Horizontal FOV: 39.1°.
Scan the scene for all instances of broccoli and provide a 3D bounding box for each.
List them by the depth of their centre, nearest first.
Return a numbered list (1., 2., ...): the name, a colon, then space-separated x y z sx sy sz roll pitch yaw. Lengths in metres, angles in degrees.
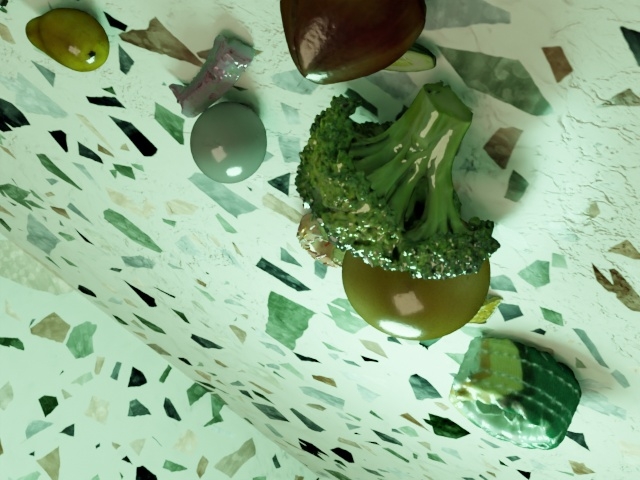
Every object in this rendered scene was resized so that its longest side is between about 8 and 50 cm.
1. broccoli: 0.112 -0.083 1.425 0.375 0.249 0.302 48 156 18

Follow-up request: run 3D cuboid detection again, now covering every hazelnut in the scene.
1. hazelnut: 0.033 -0.301 1.197 0.208 0.208 0.208 24 155 12

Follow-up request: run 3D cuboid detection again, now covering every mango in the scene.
1. mango: -0.483 -0.384 1.725 0.227 0.099 0.136 17 159 43

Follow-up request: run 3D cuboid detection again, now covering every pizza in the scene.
1. pizza: 0.343 0.142 1.906 0.109 0.026 0.123 -36 147 31

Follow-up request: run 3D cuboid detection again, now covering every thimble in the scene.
1. thimble: 0.435 0.344 2.043 0.288 0.167 0.254 32 155 -7

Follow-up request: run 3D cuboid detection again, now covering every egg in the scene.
1. egg: 0.171 0.062 1.685 0.250 0.250 0.322 39 157 -21
2. egg: -0.175 -0.183 1.713 0.146 0.146 0.198 30 162 -1

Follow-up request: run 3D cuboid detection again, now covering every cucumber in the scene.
1. cucumber: 0.122 -0.280 1.344 0.107 0.035 0.067 10 160 21

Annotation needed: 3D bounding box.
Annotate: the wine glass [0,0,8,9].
1. wine glass: -0.756 -0.517 1.665 0.357 0.190 0.190 37 155 -28

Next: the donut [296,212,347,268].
1. donut: 0.000 0.000 1.975 0.117 0.065 0.166 3 143 43

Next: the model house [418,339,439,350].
1. model house: 0.223 0.146 1.989 0.148 0.119 0.148 47 -175 19

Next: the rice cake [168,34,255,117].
1. rice cake: -0.205 -0.295 1.645 0.081 0.051 0.290 37 154 -17
